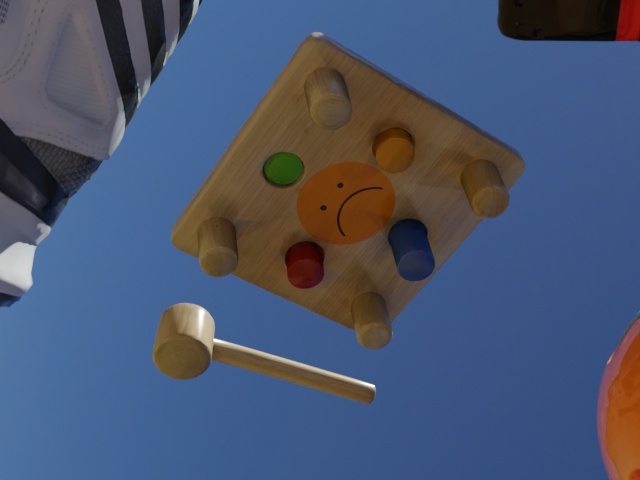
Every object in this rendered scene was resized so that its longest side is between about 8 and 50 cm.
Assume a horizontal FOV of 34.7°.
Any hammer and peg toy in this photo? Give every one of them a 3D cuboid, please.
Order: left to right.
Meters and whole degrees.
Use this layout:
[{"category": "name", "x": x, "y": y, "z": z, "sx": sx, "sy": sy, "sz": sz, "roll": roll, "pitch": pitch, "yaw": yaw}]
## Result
[{"category": "hammer and peg toy", "x": 0.000, "y": 0.000, "z": 1.009, "sx": 0.361, "sy": 0.266, "sz": 0.127, "roll": -52, "pitch": -154, "yaw": 25}]

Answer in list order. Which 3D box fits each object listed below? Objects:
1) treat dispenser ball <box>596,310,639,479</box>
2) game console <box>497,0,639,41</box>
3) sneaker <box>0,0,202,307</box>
[{"category": "treat dispenser ball", "x": 0.392, "y": 0.161, "z": 0.902, "sx": 0.288, "sy": 0.288, "sz": 0.288, "roll": -4, "pitch": -94, "yaw": 59}, {"category": "game console", "x": 0.380, "y": -0.394, "z": 1.168, "sx": 0.386, "sy": 0.342, "sz": 0.060, "roll": 83, "pitch": 15, "yaw": -44}, {"category": "sneaker", "x": -0.212, "y": -0.187, "z": 0.360, "sx": 0.169, "sy": 0.447, "sz": 0.257, "roll": 23, "pitch": -105, "yaw": 45}]
